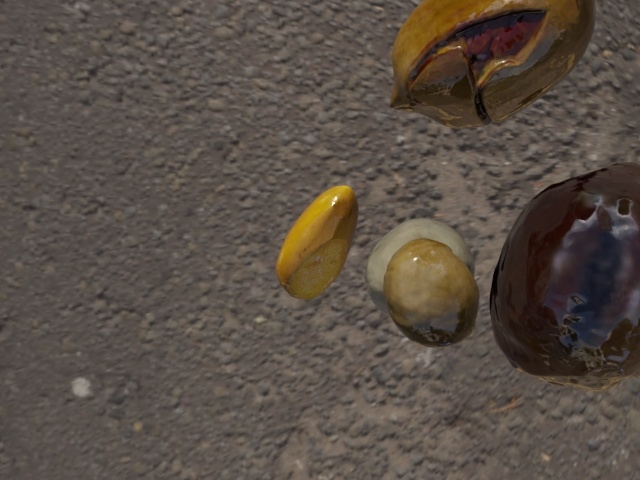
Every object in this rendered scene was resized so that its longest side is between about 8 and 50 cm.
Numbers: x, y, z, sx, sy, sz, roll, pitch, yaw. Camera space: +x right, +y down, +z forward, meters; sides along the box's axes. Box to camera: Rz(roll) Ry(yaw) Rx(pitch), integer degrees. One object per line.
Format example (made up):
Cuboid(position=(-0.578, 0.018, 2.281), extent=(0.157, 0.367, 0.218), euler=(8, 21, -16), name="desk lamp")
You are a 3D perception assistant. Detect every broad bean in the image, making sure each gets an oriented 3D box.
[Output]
Cuboid(position=(0.180, 0.023, 0.700), extent=(0.122, 0.228, 0.156), euler=(14, 89, 8), name="broad bean")

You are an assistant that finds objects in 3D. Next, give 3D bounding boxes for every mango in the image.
Cuboid(position=(-0.004, -0.004, 1.775), extent=(0.102, 0.141, 0.217), euler=(46, 120, 32), name="mango")

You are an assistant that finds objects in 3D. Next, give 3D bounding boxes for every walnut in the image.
Cuboid(position=(0.214, -0.252, 1.339), extent=(0.298, 0.203, 0.203), euler=(-34, 81, 24), name="walnut")

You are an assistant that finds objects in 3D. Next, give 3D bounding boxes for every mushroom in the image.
Cuboid(position=(0.116, 0.040, 1.165), extent=(0.128, 0.350, 0.128), euler=(0, 96, 3), name="mushroom")
